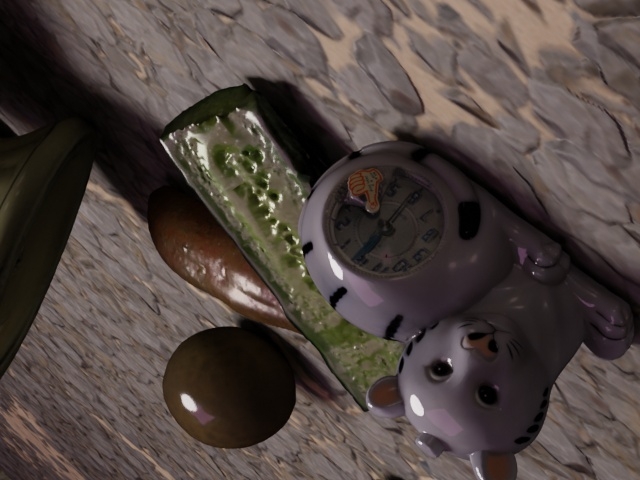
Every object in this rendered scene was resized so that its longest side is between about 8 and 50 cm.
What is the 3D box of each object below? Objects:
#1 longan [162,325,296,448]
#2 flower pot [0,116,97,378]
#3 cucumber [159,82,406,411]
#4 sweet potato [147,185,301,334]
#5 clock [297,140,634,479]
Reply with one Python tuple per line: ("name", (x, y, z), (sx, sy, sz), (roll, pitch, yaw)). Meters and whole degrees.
("longan", (-0.067, 0.112, 1.409), (0.113, 0.092, 0.113), (4, -176, 0))
("flower pot", (-0.305, -0.031, 1.291), (0.244, 0.307, 0.307), (24, 161, 1))
("cucumber", (0.002, -0.002, 1.054), (0.078, 0.062, 0.211), (-23, 111, 34))
("sweet potato", (-0.036, 0.024, 1.193), (0.255, 0.058, 0.078), (29, 174, 31))
("clock", (0.054, 0.034, 0.917), (0.176, 0.117, 0.080), (38, 162, 17))
